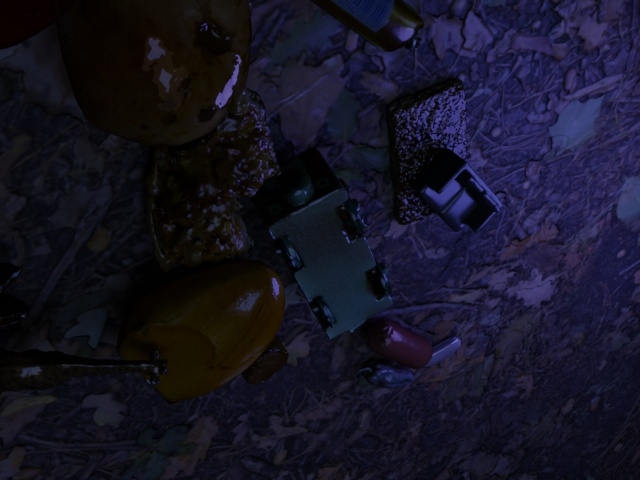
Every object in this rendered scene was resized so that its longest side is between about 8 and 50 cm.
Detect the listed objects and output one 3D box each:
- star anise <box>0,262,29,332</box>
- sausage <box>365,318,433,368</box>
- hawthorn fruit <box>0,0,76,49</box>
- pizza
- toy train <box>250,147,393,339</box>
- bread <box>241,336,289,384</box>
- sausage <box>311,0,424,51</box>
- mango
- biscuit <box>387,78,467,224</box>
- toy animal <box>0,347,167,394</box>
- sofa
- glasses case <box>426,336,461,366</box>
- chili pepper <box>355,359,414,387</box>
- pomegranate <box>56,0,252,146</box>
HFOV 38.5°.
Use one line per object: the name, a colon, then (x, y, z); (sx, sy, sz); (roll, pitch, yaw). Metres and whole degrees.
star anise: (-0.425, 0.060, 1.108); (0.177, 0.073, 0.234); (17, 131, -41)
sausage: (0.136, 0.180, 1.586); (0.062, 0.062, 0.154); (-48, 136, 10)
hawthorn fruit: (-0.336, -0.280, 0.775); (0.307, 0.265, 0.265); (-19, 134, -1)
pizza: (-0.144, -0.066, 1.134); (0.085, 0.161, 0.305); (-42, 163, -53)
toy train: (0.000, 0.000, 1.286); (0.129, 0.159, 0.326); (-31, 140, -4)
bread: (-0.096, 0.183, 1.446); (0.085, 0.053, 0.085); (-28, 145, -22)
sausage: (0.009, -0.313, 1.091); (0.371, 0.082, 0.082); (23, 110, -43)
mango: (-0.143, 0.108, 1.247); (0.257, 0.138, 0.187); (-29, 132, 26)
biscuit: (0.164, -0.128, 1.380); (0.131, 0.025, 0.231); (-25, 135, -15)
toy animal: (-0.339, 0.168, 1.185); (0.275, 0.054, 0.149); (-9, 161, 15)
sofa: (0.215, -0.064, 1.403); (0.085, 0.060, 0.147); (-45, 139, 5)
glasses case: (0.222, 0.205, 1.691); (0.083, 0.021, 0.032); (-29, 133, -10)
chili pepper: (0.123, 0.244, 1.647); (0.050, 0.041, 0.153); (-15, 153, 41)
pomegranate: (-0.181, -0.209, 0.968); (0.215, 0.215, 0.215); (-18, 132, -20)
